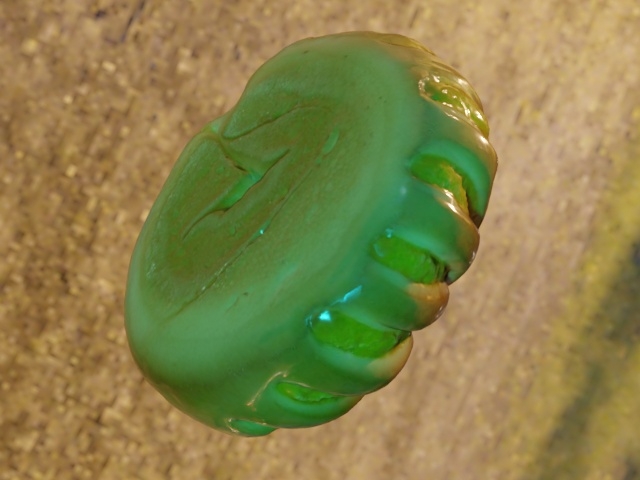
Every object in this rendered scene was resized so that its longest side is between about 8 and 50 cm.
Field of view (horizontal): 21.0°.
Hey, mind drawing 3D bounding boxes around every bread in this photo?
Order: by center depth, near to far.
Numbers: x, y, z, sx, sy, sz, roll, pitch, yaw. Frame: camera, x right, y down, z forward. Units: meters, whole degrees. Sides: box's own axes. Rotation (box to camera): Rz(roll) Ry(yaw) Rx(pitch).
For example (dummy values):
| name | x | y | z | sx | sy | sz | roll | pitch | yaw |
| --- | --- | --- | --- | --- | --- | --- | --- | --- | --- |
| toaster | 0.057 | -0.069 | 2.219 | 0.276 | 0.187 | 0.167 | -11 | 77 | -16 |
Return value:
| name | x | y | z | sx | sy | sz | roll | pitch | yaw |
| --- | --- | --- | --- | --- | --- | --- | --- | --- | --- |
| bread | 0.000 | 0.000 | 0.837 | 0.105 | 0.213 | 0.213 | 39 | 73 | -33 |
